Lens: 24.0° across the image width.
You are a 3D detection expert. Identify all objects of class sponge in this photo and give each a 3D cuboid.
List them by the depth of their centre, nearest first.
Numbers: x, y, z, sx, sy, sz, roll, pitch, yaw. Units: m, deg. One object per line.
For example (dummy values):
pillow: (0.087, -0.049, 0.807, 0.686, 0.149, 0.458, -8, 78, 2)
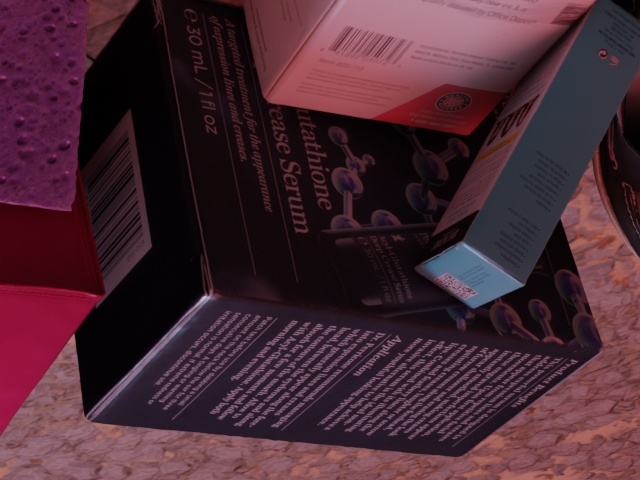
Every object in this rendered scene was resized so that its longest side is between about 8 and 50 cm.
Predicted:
sponge: (-0.230, -0.131, 1.091, 0.117, 0.210, 0.031, 6, 177, -30)

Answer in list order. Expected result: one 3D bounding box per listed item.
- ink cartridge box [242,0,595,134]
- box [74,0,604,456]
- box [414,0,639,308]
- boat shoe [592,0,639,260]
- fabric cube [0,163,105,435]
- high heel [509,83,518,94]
ink cartridge box: (0.098, -0.217, 1.149, 0.207, 0.117, 0.283, 7, 143, -30)
box: (0.000, 0.000, 1.291, 0.395, 0.293, 0.212, 10, 142, -34)
box: (0.168, -0.069, 1.171, 0.060, 0.244, 0.100, 34, 160, -8)
boat shoe: (0.306, -0.096, 1.286, 0.127, 0.113, 0.340, -7, 118, -1)
fabric cube: (-0.348, -0.003, 1.192, 0.259, 0.254, 0.258, 7, 143, -31)
high heel: (0.348, -0.094, 1.381, 0.377, 0.181, 0.127, 2, 146, -23)
